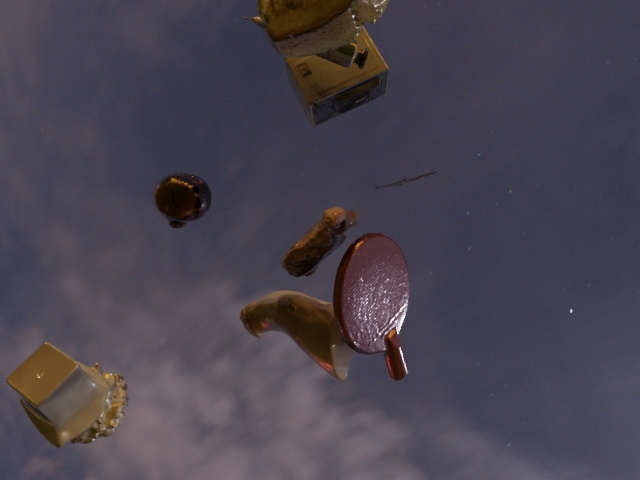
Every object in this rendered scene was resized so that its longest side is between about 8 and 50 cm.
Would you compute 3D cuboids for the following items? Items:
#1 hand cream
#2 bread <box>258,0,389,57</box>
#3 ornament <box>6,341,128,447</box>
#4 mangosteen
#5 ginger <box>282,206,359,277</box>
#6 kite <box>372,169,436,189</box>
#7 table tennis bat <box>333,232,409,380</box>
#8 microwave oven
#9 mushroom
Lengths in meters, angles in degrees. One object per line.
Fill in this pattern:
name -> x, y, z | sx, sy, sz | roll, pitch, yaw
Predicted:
hand cream -> -0.030, -0.428, 1.122 | 0.271, 0.091, 0.058 | 17, -69, -7
bread -> 0.000, -0.432, 0.911 | 0.257, 0.124, 0.186 | -27, -101, 37
ornament -> -0.390, 0.257, 0.839 | 0.120, 0.285, 0.130 | 36, -109, 9
mangosteen -> -0.357, -0.101, 1.375 | 0.152, 0.152, 0.153 | 7, -74, 24
ginger -> -0.001, 0.001, 1.230 | 0.080, 0.166, 0.333 | 50, -41, 12
kite -> 0.223, -0.156, 1.428 | 0.182, 0.160, 0.010 | -15, -92, 6
table tennis bat -> 0.146, 0.174, 1.286 | 0.051, 0.268, 0.415 | 9, -50, 42
microwave oven -> 0.039, -0.385, 1.259 | 0.204, 0.129, 0.163 | -24, -105, -3
mushroom -> -0.073, 0.223, 1.439 | 0.396, 0.126, 0.178 | 17, -86, 44
